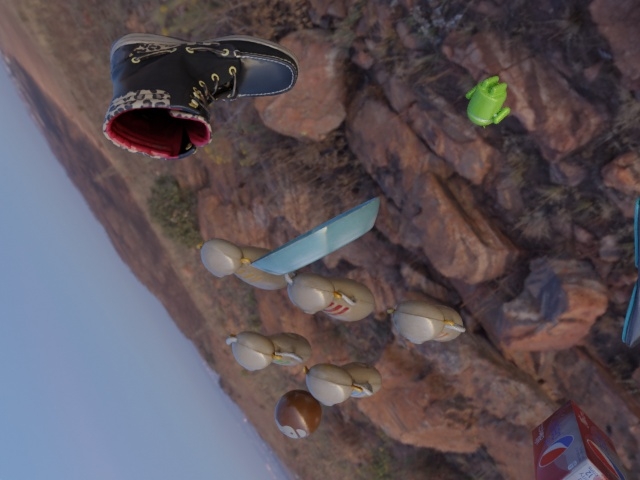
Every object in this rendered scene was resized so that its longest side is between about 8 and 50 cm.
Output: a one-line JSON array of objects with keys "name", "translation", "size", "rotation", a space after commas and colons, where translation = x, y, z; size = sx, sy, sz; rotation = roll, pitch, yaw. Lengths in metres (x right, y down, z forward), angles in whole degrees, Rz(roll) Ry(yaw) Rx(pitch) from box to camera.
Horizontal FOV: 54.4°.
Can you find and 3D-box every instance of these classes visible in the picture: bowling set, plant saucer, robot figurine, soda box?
[{"name": "bowling set", "translation": [-0.006, 0.121, 0.654], "size": [0.287, 0.199, 0.154], "rotation": [12, 176, 26]}, {"name": "plant saucer", "translation": [0.000, 0.000, 0.511], "size": [0.021, 0.119, 0.119], "rotation": [62, 164, -3]}, {"name": "robot figurine", "translation": [0.358, -0.298, 1.347], "size": [0.101, 0.067, 0.115], "rotation": [49, 149, 25]}, {"name": "soda box", "translation": [0.350, 0.307, 0.845], "size": [0.092, 0.083, 0.263], "rotation": [46, -167, 12]}]

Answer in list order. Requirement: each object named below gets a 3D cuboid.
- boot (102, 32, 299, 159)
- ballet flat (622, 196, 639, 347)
[{"name": "boot", "translation": [-0.222, -0.279, 1.188], "size": [0.284, 0.378, 0.138], "rotation": [-98, 16, -46]}, {"name": "ballet flat", "translation": [0.412, 0.044, 0.755], "size": [0.074, 0.074, 0.203], "rotation": [29, 125, 60]}]
